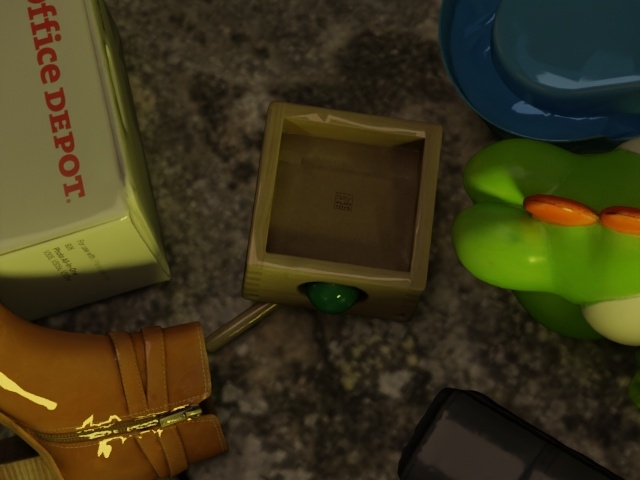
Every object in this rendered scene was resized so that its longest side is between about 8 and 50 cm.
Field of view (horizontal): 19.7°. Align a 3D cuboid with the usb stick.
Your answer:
[{"bbox_3d":[0.172,0.179,1.077,0.278,0.045,0.077,30,75,19],"label":"usb stick"}]

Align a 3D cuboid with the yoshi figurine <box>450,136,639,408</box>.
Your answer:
[{"bbox_3d":[0.255,0.017,1.072,0.362,0.203,0.204,14,48,3],"label":"yoshi figurine"}]

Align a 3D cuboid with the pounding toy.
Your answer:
[{"bbox_3d":[0.000,0.000,1.165,0.130,0.100,0.141,8,71,-2],"label":"pounding toy"}]

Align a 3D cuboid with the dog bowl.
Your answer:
[{"bbox_3d":[0.226,-0.132,1.182,0.297,0.074,0.166,-7,67,6],"label":"dog bowl"}]

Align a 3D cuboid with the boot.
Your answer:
[{"bbox_3d":[-0.145,0.072,1.117,0.152,0.197,0.073,-16,30,-4],"label":"boot"}]

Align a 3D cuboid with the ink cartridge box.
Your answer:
[{"bbox_3d":[-0.261,-0.043,1.201,0.289,0.121,0.211,-16,66,3],"label":"ink cartridge box"}]
